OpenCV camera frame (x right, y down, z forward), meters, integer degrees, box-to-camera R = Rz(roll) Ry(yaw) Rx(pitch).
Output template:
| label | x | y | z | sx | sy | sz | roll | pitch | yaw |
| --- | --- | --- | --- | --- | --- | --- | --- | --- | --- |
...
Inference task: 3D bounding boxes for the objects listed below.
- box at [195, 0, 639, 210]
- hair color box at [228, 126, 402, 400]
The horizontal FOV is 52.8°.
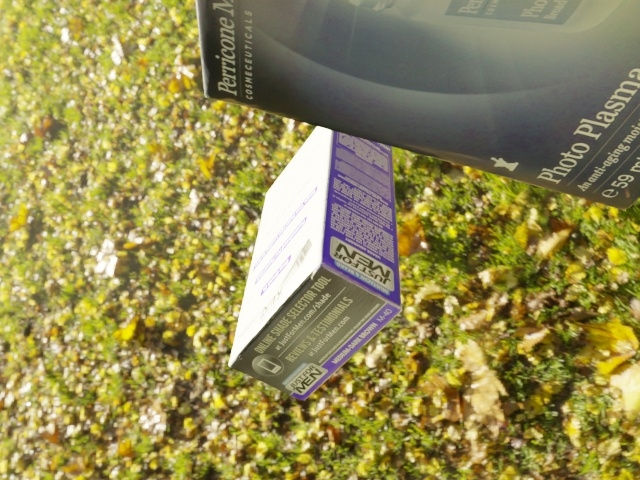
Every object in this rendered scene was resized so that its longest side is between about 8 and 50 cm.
| label | x | y | z | sx | sy | sz | roll | pitch | yaw |
| --- | --- | --- | --- | --- | --- | --- | --- | --- | --- |
| box | 0.093 | -0.189 | 0.334 | 0.294 | 0.296 | 0.182 | 16 | 62 | 3 |
| hair color box | 0.000 | 0.000 | 0.791 | 0.185 | 0.110 | 0.338 | -49 | 20 | 33 |
